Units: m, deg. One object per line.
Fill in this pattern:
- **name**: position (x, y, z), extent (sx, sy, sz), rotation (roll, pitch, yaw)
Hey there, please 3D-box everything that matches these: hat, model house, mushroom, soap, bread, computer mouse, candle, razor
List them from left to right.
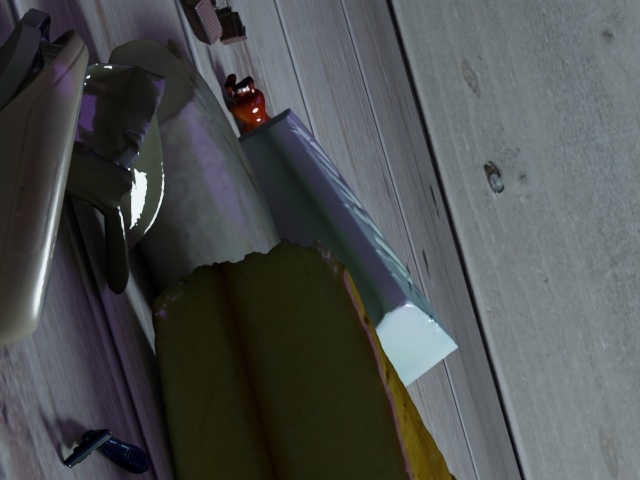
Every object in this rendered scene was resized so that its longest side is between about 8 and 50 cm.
- **computer mouse**: position (-0.219, -0.044, 1.336), extent (0.145, 0.082, 0.237), rotation (-99, -161, -72)
- **hat**: position (-0.203, -0.051, 1.648), extent (0.173, 0.144, 0.166), rotation (-59, -170, 36)
- **razor**: position (-0.173, 0.172, 1.557), extent (0.028, 0.044, 0.154), rotation (51, 2, 18)
- **mushroom**: position (-0.107, 0.004, 1.830), extent (0.154, 0.137, 0.407), rotation (-112, 177, -75)
- **model house**: position (-0.126, -0.264, 2.246), extent (0.058, 0.057, 0.083), rotation (-97, 169, -53)
- **candle**: position (-0.051, -0.076, 2.393), extent (0.051, 0.048, 0.329), rotation (-70, 147, -47)
- **bread**: position (-0.029, 0.207, 1.718), extent (0.245, 0.233, 0.362), rotation (-81, 150, -58)
- **soap**: position (0.000, 0.000, 2.072), extent (0.347, 0.115, 0.208), rotation (56, 6, 30)
